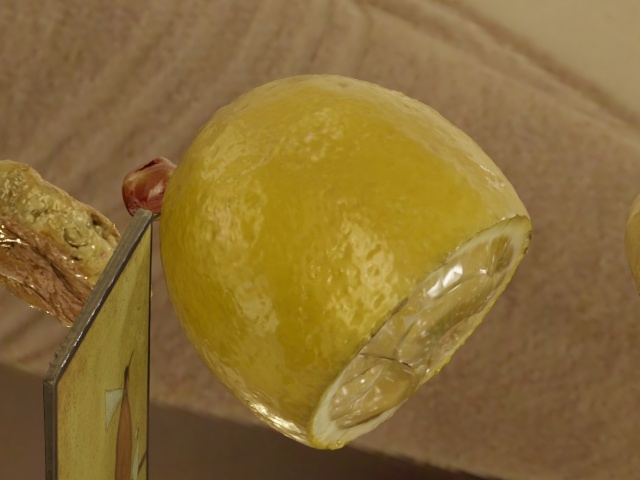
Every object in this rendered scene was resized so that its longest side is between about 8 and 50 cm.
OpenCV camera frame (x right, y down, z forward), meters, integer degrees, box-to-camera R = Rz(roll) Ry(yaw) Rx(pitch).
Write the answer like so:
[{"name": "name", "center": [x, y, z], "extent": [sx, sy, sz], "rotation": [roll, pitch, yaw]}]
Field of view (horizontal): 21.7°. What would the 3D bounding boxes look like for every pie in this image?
[{"name": "pie", "center": [-0.371, 0.015, 2.213], "extent": [0.083, 0.339, 0.339], "rotation": [-62, -168, -26]}]

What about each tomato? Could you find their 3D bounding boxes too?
[{"name": "tomato", "center": [-0.200, -0.062, 2.026], "extent": [0.087, 0.087, 0.075], "rotation": [-35, -115, 62]}]

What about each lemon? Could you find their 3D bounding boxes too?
[{"name": "lemon", "center": [0.000, 0.000, 1.643], "extent": [0.364, 0.364, 0.364], "rotation": [-57, -160, 35]}]

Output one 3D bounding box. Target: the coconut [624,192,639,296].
[{"name": "coconut", "center": [0.421, 0.021, 1.795], "extent": [0.194, 0.194, 0.194], "rotation": [-57, -160, 35]}]

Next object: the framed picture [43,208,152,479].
[{"name": "framed picture", "center": [-0.172, 0.179, 1.312], "extent": [0.255, 0.014, 0.339], "rotation": [-70, 166, -60]}]
